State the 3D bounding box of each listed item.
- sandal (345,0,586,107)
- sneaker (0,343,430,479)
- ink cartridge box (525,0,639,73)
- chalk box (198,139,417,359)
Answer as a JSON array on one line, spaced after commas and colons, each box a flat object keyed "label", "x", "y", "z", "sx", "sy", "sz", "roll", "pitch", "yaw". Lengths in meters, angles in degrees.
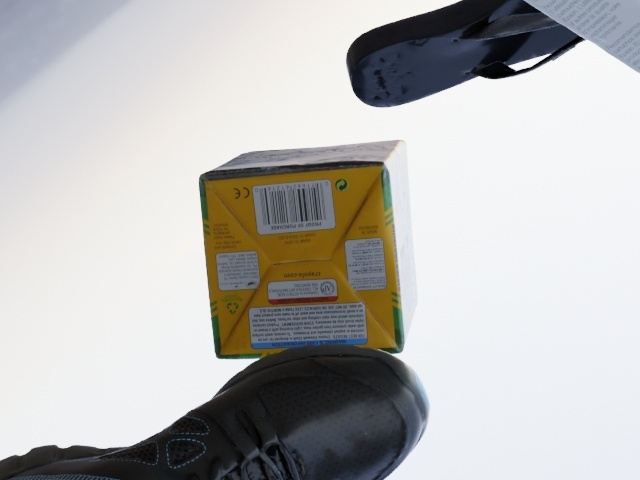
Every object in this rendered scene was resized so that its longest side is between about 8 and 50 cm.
[{"label": "sandal", "x": 0.146, "y": -0.155, "z": 1.164, "sx": 0.254, "sy": 0.097, "sz": 0.054, "roll": -23, "pitch": -127, "yaw": 13}, {"label": "sneaker", "x": -0.081, "y": 0.178, "z": 1.032, "sx": 0.341, "sy": 0.125, "sz": 0.139, "roll": -22, "pitch": -163, "yaw": 2}, {"label": "ink cartridge box", "x": 0.207, "y": -0.272, "z": 1.033, "sx": 0.071, "sy": 0.330, "sz": 0.324, "roll": -39, "pitch": -153, "yaw": 50}, {"label": "chalk box", "x": 0.000, "y": 0.000, "z": 1.509, "sx": 0.180, "sy": 0.179, "sz": 0.289, "roll": -4, "pitch": -172, "yaw": 9}]
